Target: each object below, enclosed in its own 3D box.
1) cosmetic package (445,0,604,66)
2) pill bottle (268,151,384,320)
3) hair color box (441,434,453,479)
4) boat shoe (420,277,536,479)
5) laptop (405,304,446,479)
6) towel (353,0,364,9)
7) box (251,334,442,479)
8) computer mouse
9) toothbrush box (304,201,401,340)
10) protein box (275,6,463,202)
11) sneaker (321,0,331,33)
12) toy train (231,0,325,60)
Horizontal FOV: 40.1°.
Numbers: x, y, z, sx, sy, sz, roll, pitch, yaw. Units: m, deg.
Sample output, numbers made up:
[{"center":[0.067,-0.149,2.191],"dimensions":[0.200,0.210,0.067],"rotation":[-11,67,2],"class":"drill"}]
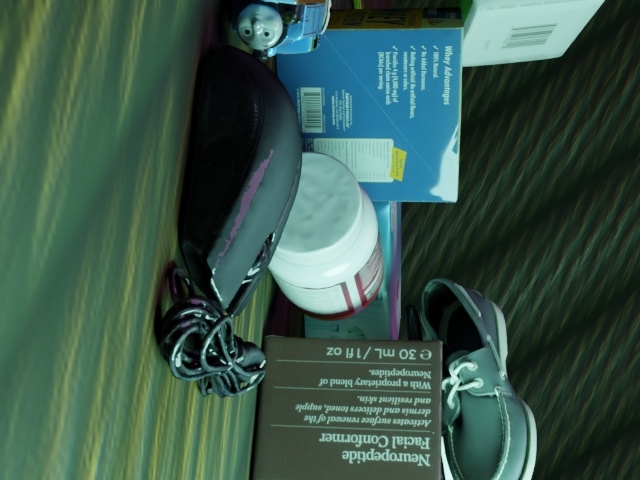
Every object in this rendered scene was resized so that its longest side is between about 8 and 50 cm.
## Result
[{"center":[0.227,-0.422,1.069],"dimensions":[0.197,0.155,0.366],"rotation":[86,-2,-81],"class":"cosmetic package"},{"center":[0.000,0.000,0.886],"dimensions":[0.221,0.121,0.121],"rotation":[71,22,-70],"class":"pill bottle"},{"center":[0.221,0.354,1.259],"dimensions":[0.053,0.093,0.167],"rotation":[-4,86,-87],"class":"hair color box"},{"center":[0.166,0.167,1.017],"dimensions":[0.099,0.116,0.319],"rotation":[39,31,-26],"class":"boat shoe"},{"center":[0.047,0.348,1.156],"dimensions":[0.382,0.236,0.408],"rotation":[75,8,-67],"class":"laptop"},{"center":[0.068,-0.516,1.737],"dimensions":[0.237,0.021,0.102],"rotation":[73,14,-64],"class":"towel"},{"center":[0.026,0.294,0.880],"dimensions":[0.143,0.191,0.382],"rotation":[72,20,-68],"class":"box"},{"center":[-0.053,-0.020,0.668],"dimensions":[0.188,0.072,0.272],"rotation":[65,27,-71],"class":"computer mouse"},{"center":[0.050,0.036,1.257],"dimensions":[0.216,0.126,0.296],"rotation":[-70,161,-64],"class":"toothbrush box"},{"center":[0.061,-0.159,1.016],"dimensions":[0.136,0.201,0.200],"rotation":[-73,162,-66],"class":"protein box"},{"center":[-0.028,-0.282,0.865],"dimensions":[0.075,0.063,0.171],"rotation":[-66,151,-72],"class":"sneaker"},{"center":[-0.036,-0.213,0.761],"dimensions":[0.184,0.080,0.105],"rotation":[-65,161,-73],"class":"toy train"}]
